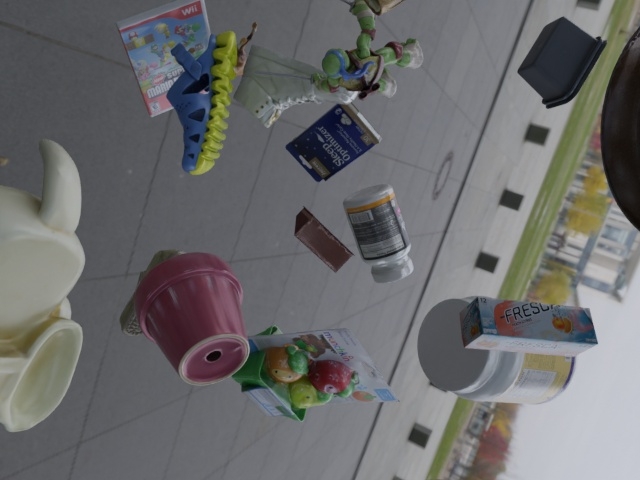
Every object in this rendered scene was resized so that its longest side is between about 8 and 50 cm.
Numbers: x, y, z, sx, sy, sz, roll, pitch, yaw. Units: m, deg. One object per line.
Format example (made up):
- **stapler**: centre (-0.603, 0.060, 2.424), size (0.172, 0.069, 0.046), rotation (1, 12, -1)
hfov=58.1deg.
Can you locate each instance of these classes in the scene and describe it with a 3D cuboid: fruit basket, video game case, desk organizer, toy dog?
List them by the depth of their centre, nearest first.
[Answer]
- **toy dog**: centre (-0.524, 0.007, 0.741), size (0.285, 0.408, 0.395), rotation (10, 106, -62)
- **desk organizer**: centre (0.000, 0.000, 1.065), size (0.050, 0.047, 0.130), rotation (-46, 125, 1)
- **video game case**: centre (-0.356, -0.440, 1.397), size (0.204, 0.025, 0.285), rotation (-27, 154, -15)
- **fruit basket**: centre (-0.026, 0.332, 1.408), size (0.327, 0.353, 0.165), rotation (58, 39, -38)

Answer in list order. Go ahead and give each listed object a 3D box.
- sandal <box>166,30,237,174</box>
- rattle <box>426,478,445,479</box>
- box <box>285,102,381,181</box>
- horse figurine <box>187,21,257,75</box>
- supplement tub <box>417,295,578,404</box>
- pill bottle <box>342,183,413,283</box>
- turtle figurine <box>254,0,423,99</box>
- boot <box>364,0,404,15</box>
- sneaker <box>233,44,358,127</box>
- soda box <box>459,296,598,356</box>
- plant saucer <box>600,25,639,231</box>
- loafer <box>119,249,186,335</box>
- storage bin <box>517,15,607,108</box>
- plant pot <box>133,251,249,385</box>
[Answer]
- **sandal**: centre (-0.265, -0.297, 1.238), size (0.126, 0.138, 0.317), rotation (116, -19, -82)
- **rattle**: centre (0.194, 0.318, 0.684), size (0.200, 0.130, 0.142), rotation (1, 118, -23)
- **box**: centre (0.024, -0.239, 1.439), size (0.225, 0.136, 0.036), rotation (-33, -161, 35)
- **horse figurine**: centre (-0.237, -0.416, 1.376), size (0.263, 0.066, 0.174), rotation (-34, 173, -22)
- **supplement tub**: centre (0.416, 0.259, 1.356), size (0.331, 0.241, 0.241), rotation (14, 99, -35)
- **pill bottle**: centre (0.184, -0.020, 1.773), size (0.162, 0.162, 0.278), rotation (-39, 114, -52)
- **turtle figurine**: centre (0.064, -0.393, 1.179), size (0.266, 0.275, 0.197), rotation (-7, 117, -48)
- **boot**: centre (0.141, -0.522, 0.902), size (0.270, 0.236, 0.089), rotation (-33, 173, -2)
- **sneaker**: centre (-0.066, -0.329, 1.345), size (0.169, 0.293, 0.108), rotation (-66, 158, 5)
- **soda box**: centre (0.298, 0.126, 0.833), size (0.063, 0.183, 0.058), rotation (116, -23, -58)
- **plant saucer**: centre (0.464, -0.145, 0.714), size (0.310, 0.050, 0.310), rotation (175, -90, -81)
- **loafer**: centre (-0.463, 0.138, 1.585), size (0.268, 0.092, 0.102), rotation (-57, 144, -15)
- **storage bin**: centre (0.410, -0.314, 1.006), size (0.135, 0.091, 0.098), rotation (-57, -168, -6)
- **plant pot**: centre (-0.221, 0.153, 1.049), size (0.201, 0.180, 0.201), rotation (-18, 136, -19)
